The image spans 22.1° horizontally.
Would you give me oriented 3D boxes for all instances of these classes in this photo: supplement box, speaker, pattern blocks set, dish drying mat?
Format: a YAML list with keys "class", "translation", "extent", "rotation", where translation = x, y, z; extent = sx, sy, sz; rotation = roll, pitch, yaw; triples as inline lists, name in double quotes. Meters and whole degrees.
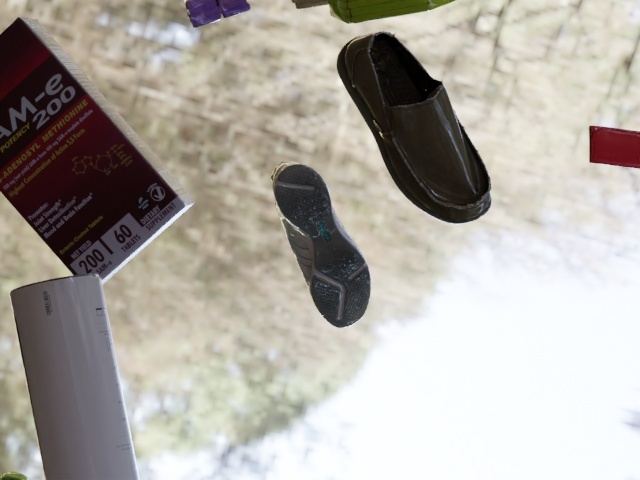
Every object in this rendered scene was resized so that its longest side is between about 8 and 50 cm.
- class: "supplement box"
  translation: [-0.249, -0.084, 1.575]
  extent: [0.130, 0.239, 0.073]
  rotation: [-42, -179, 6]
- class: "speaker"
  translation: [-0.141, 0.091, 0.950]
  extent: [0.055, 0.055, 0.136]
  rotation: [156, -77, -67]
- class: "pattern blocks set"
  translation: [0.072, -0.179, 1.003]
  extent: [0.285, 0.325, 0.026]
  rotation: [-64, 144, -69]
- class: "dish drying mat"
  translation: [0.249, -0.071, 1.273]
  extent: [0.008, 0.083, 0.032]
  rotation: [128, -33, -69]

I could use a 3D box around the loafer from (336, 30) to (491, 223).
- class: "loafer"
  translation: [0.106, -0.129, 1.819]
  extent: [0.094, 0.251, 0.087]
  rotation: [-35, 174, -19]

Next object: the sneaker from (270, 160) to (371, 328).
- class: "sneaker"
  translation: [0.000, 0.000, 1.360]
  extent: [0.061, 0.053, 0.152]
  rotation: [-135, -157, -71]

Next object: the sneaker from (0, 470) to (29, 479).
- class: "sneaker"
  translation: [-0.327, 0.258, 1.338]
  extent: [0.234, 0.097, 0.084]
  rotation: [-30, -169, 8]
